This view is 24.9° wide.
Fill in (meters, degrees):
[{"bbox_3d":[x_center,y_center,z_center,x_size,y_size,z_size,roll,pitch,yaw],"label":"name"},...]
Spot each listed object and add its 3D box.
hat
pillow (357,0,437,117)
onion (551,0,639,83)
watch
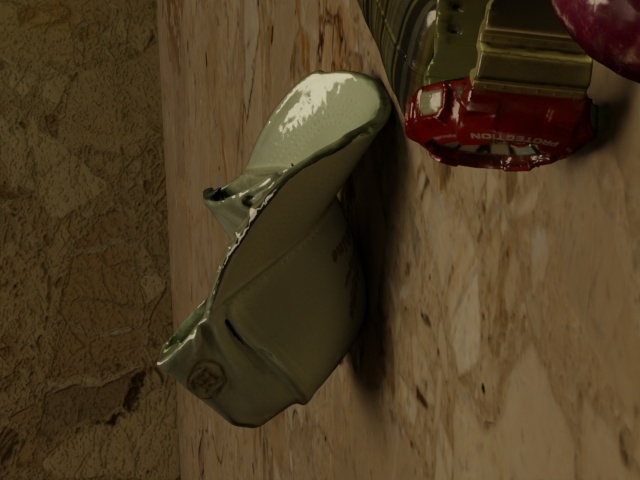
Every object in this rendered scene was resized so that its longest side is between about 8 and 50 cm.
[{"bbox_3d":[-0.008,0.000,1.255,0.301,0.168,0.257,-54,16,33],"label":"hat"},{"bbox_3d":[0.056,-0.181,1.087,0.203,0.038,0.113,-107,19,-47],"label":"pillow"},{"bbox_3d":[0.142,-0.108,0.557,0.097,0.107,0.107,81,180,-63],"label":"onion"},{"bbox_3d":[0.102,-0.171,0.795,0.165,0.102,0.268,121,152,-71],"label":"watch"}]
